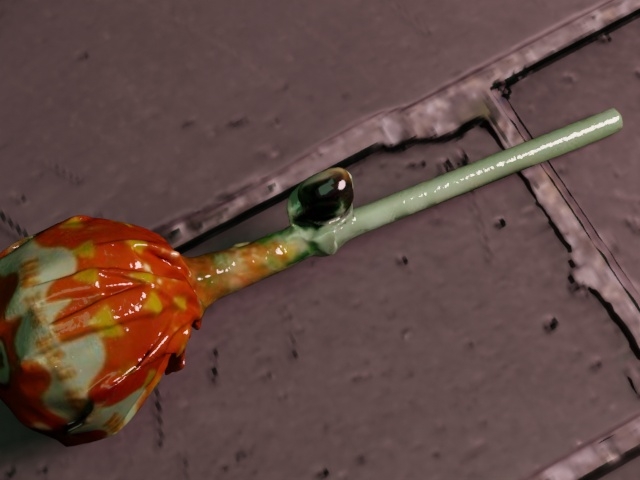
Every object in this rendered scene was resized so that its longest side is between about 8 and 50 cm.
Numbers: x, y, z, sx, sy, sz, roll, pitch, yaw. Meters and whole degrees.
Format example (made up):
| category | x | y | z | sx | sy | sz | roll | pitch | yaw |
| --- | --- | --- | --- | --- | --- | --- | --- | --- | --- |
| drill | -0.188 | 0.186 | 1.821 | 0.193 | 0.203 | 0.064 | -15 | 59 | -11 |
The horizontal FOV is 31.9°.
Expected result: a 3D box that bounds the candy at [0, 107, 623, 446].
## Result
| category | x | y | z | sx | sy | sz | roll | pitch | yaw |
| --- | --- | --- | --- | --- | --- | --- | --- | --- | --- |
| candy | 0.001 | 0.001 | 0.459 | 0.287 | 0.078 | 0.084 | -20 | 67 | -11 |
